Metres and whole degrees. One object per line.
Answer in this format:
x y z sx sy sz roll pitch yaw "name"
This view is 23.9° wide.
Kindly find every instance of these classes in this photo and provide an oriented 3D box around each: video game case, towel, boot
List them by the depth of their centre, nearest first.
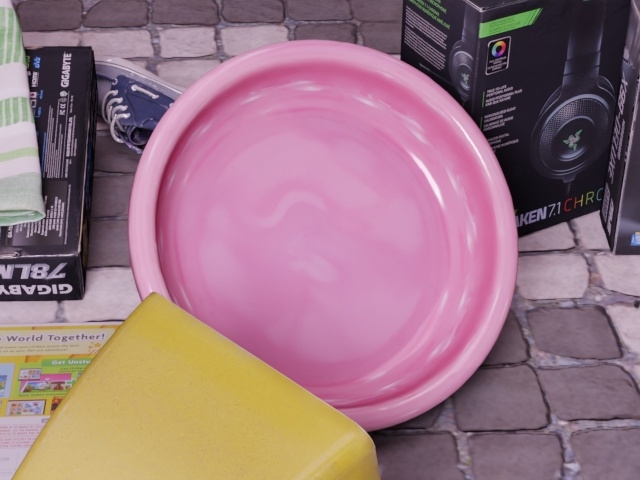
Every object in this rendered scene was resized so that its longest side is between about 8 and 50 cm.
-0.260 0.139 1.237 0.226 0.026 0.206 -1 35 -2 "video game case"
-0.398 -0.130 1.428 0.247 0.038 0.325 -7 48 -10 "towel"
-0.204 -0.140 1.601 0.190 0.069 0.086 17 35 19 "boot"

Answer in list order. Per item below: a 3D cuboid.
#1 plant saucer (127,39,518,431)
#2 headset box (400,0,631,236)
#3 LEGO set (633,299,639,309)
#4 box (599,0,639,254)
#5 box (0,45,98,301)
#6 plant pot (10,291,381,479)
0.000 0.000 1.268 0.332 0.084 0.332 4 76 -15 "plant saucer"
0.210 -0.165 1.466 0.246 0.283 0.131 -17 38 -25 "headset box"
0.322 0.046 1.399 0.083 0.023 0.054 -30 42 -18 "LEGO set"
0.433 -0.106 1.424 0.307 0.243 0.076 0 34 -3 "box"
-0.366 -0.070 1.446 0.293 0.073 0.296 -2 47 -4 "box"
-0.093 0.201 1.010 0.212 0.212 0.187 30 57 35 "plant pot"
